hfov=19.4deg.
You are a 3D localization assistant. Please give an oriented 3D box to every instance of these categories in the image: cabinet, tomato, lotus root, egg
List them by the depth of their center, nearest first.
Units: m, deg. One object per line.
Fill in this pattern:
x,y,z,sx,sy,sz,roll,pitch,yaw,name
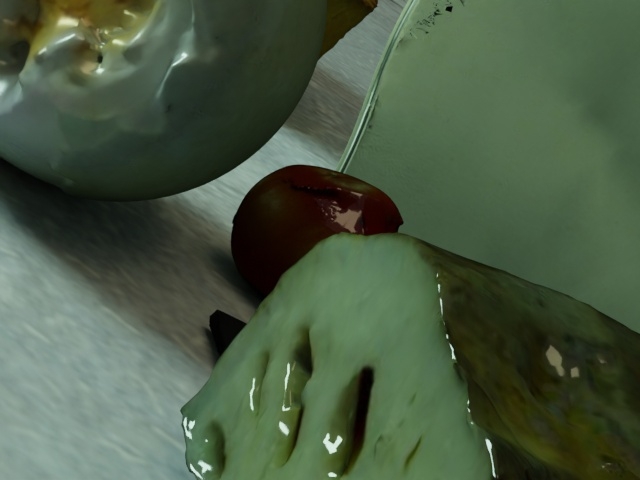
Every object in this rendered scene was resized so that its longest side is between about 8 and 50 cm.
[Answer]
0.105,0.130,0.604,0.260,0.149,0.267,30,18,-20,lotus root
-0.085,-0.109,0.874,0.183,0.183,0.217,38,6,8,egg
0.000,0.000,0.930,0.087,0.075,0.087,30,14,-8,tomato
0.215,-0.055,1.207,0.290,0.227,0.318,26,9,19,cabinet

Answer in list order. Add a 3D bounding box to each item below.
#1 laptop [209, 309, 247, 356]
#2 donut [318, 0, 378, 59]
0.041,0.104,0.813,0.197,0.016,0.135,28,16,-23,laptop
-0.090,-0.211,1.347,0.277,0.108,0.277,33,14,-10,donut
